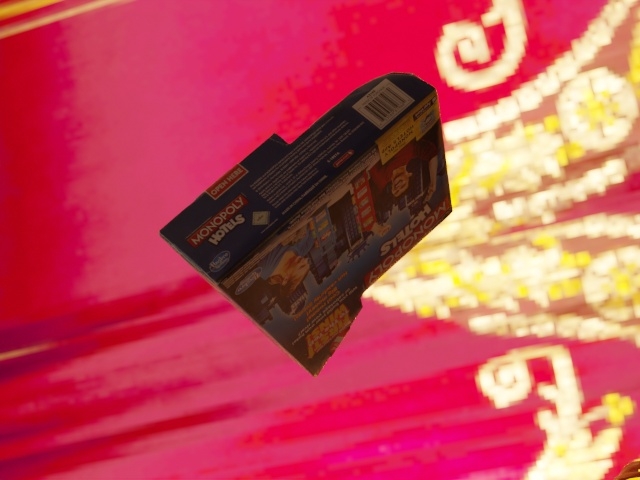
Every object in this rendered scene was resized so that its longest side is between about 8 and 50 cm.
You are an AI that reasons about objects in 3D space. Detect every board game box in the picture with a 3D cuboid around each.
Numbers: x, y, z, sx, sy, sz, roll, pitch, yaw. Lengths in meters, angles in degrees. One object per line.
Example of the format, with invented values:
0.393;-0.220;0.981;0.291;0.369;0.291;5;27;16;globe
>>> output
0.000;0.000;1.072;0.060;0.194;0.194;40;161;27;board game box

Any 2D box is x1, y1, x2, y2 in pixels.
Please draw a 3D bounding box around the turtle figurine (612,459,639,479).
0.300;0.236;1.311;0.087;0.269;0.217;46;171;-27;turtle figurine
